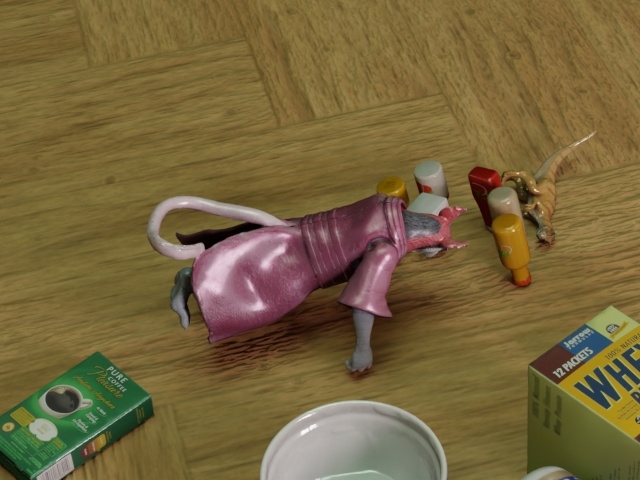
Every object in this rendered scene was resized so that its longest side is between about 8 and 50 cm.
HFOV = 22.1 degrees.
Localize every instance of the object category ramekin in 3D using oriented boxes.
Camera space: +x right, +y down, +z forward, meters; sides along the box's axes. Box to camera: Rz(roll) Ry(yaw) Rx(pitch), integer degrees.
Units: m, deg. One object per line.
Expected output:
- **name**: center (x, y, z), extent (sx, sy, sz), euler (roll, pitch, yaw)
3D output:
- **ramekin**: center (0.040, 0.288, 1.818), extent (0.207, 0.109, 0.207), euler (-4, 41, 3)

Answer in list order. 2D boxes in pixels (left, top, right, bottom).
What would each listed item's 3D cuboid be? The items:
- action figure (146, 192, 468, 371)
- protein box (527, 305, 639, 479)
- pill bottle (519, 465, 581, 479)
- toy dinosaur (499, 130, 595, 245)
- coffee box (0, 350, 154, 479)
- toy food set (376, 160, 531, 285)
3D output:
- **action figure**: center (0.000, 0.000, 2.045), extent (0.370, 0.275, 0.248), euler (-17, 35, 8)
- **protein box**: center (0.343, 0.220, 1.789), extent (0.136, 0.200, 0.201), euler (-32, 47, -27)
- **pill bottle**: center (0.300, 0.358, 1.674), extent (0.153, 0.153, 0.265), euler (-34, 49, -28)
- **toy dinosaur**: center (0.299, -0.073, 2.245), extent (0.112, 0.064, 0.211), euler (18, 53, 0)
- **coffee box**: center (-0.305, 0.220, 1.986), extent (0.184, 0.040, 0.113), euler (-35, 50, -29)
- **toy food set**: center (0.191, -0.026, 2.178), extent (0.232, 0.104, 0.111), euler (15, 49, 36)
